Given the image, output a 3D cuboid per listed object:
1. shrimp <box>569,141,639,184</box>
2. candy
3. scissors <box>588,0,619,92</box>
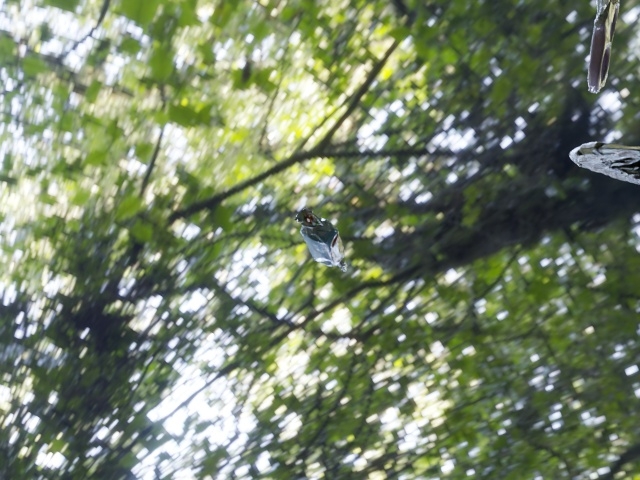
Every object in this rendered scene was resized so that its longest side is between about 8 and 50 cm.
[{"bbox_3d":[0.321,-0.069,1.345,0.161,0.091,0.034,10,-95,-3],"label":"shrimp"},{"bbox_3d":[0.000,-0.001,0.904,0.030,0.083,0.020,24,-106,23],"label":"candy"},{"bbox_3d":[0.277,-0.236,1.388,0.021,0.212,0.110,8,-116,18],"label":"scissors"}]
